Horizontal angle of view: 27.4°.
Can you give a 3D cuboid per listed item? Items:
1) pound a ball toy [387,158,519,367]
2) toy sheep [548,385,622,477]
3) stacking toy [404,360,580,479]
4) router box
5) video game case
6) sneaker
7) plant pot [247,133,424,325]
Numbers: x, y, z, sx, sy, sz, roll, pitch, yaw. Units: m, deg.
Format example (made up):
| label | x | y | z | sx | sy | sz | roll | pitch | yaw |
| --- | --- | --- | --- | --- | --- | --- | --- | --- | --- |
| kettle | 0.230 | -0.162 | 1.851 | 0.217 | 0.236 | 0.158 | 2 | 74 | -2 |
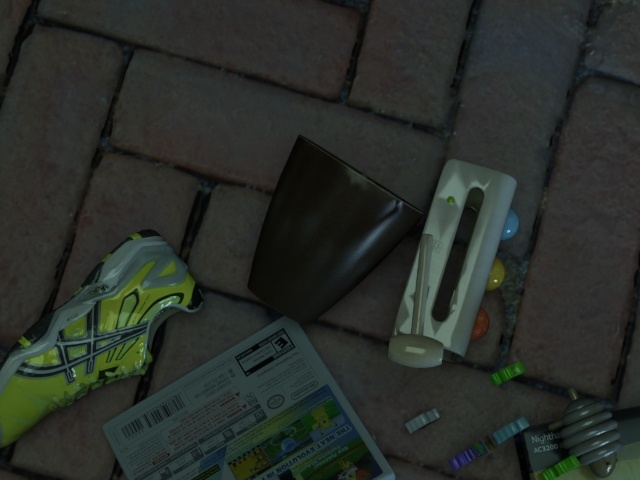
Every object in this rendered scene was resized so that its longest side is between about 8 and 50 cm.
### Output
| label | x | y | z | sx | sy | sz | roll | pitch | yaw |
| --- | --- | --- | --- | --- | --- | --- | --- | --- | --- |
| pound a ball toy | 0.197 | 0.049 | 1.881 | 0.135 | 0.208 | 0.319 | 17 | 78 | 4 |
| toy sheep | 0.369 | 0.265 | 1.816 | 0.091 | 0.091 | 0.132 | -24 | 80 | -5 |
| stacking toy | 0.241 | 0.287 | 1.858 | 0.221 | 0.052 | 0.167 | -35 | 77 | 31 |
| router box | 0.453 | 0.362 | 1.877 | 0.308 | 0.081 | 0.243 | -11 | 77 | -2 |
| video game case | -0.107 | 0.303 | 1.876 | 0.329 | 0.036 | 0.300 | -31 | 63 | -6 |
| sneaker | -0.331 | 0.160 | 1.894 | 0.147 | 0.145 | 0.385 | 42 | 83 | 9 |
| plant pot | 0.000 | 0.000 | 1.909 | 0.215 | 0.215 | 0.230 | 32 | 94 | 7 |
